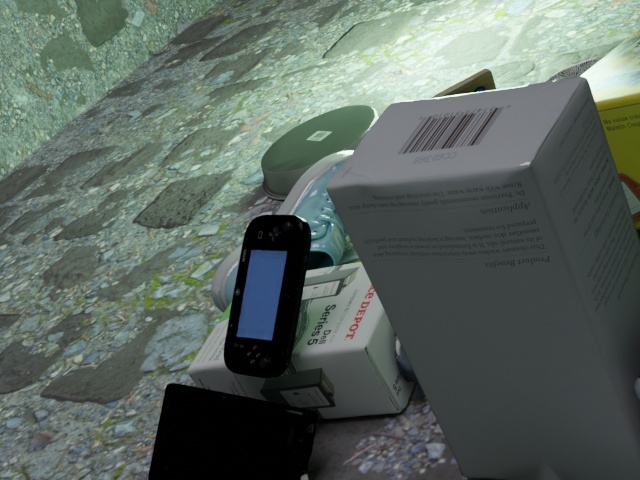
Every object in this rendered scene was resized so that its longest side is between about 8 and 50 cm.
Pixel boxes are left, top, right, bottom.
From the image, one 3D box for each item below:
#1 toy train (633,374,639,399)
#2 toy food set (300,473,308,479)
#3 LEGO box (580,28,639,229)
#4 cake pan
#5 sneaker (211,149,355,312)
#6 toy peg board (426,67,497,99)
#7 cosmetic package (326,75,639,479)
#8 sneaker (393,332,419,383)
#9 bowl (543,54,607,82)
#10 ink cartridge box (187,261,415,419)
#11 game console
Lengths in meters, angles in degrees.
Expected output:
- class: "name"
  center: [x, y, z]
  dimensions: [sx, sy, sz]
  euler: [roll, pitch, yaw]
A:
- class: "toy train"
  center: [0.420, 0.052, 0.882]
  dimensions: [0.334, 0.190, 0.142]
  euler: [-52, 29, 5]
- class: "toy food set"
  center: [-0.127, 0.373, 0.999]
  dimensions: [0.306, 0.092, 0.219]
  euler: [-27, 25, 0]
- class: "LEGO box"
  center: [0.562, -0.192, 1.173]
  dimensions: [0.372, 0.193, 0.500]
  euler: [-38, 15, -23]
- class: "cake pan"
  center: [0.006, -0.183, 1.967]
  dimensions: [0.293, 0.054, 0.293]
  euler: [-22, 25, 11]
- class: "sneaker"
  center: [0.000, 0.000, 1.562]
  dimensions: [0.150, 0.135, 0.366]
  euler: [16, 57, 45]
- class: "toy peg board"
  center: [0.238, -0.166, 1.606]
  dimensions: [0.161, 0.160, 0.079]
  euler: [-29, 41, -4]
- class: "cosmetic package"
  center: [0.192, 0.056, 0.954]
  dimensions: [0.217, 0.385, 0.156]
  euler: [-2, 36, 37]
- class: "sneaker"
  center: [0.208, 0.077, 1.220]
  dimensions: [0.283, 0.110, 0.122]
  euler: [-40, 31, -24]
- class: "bowl"
  center: [0.438, -0.224, 1.594]
  dimensions: [0.170, 0.080, 0.170]
  euler: [-22, 25, 11]
- class: "ink cartridge box"
  center: [-0.006, 0.134, 1.307]
  dimensions: [0.273, 0.114, 0.198]
  euler: [-11, 30, 30]
- class: "game console"
  center: [-0.092, 0.144, 1.206]
  dimensions: [0.213, 0.044, 0.361]
  euler: [4, 79, 33]
